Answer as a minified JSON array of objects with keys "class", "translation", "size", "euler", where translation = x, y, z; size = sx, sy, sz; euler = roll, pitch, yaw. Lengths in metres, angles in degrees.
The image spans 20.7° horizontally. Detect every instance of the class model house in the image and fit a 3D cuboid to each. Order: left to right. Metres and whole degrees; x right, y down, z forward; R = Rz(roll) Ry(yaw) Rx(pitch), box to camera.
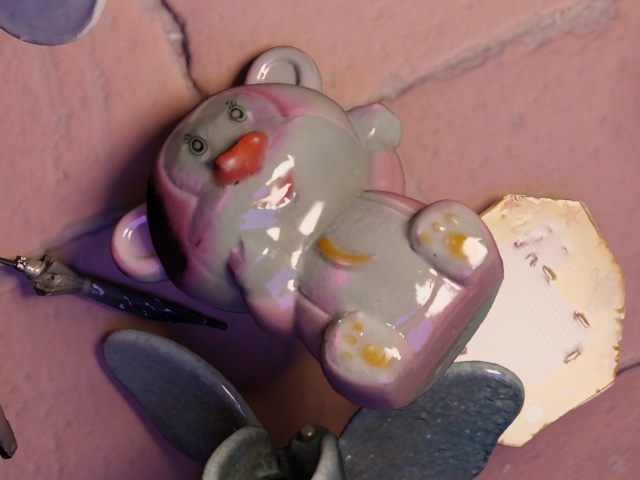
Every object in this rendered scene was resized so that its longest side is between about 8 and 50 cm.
[{"class":"model house","translation":[0.182,0.077,1.676],"size":[0.219,0.136,0.207],"euler":[-36,84,-11]}]

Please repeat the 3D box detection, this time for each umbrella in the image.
[{"class":"umbrella","translation":[-0.197,0.045,1.575],"size":[0.269,0.044,0.044],"euler":[16,141,-26]}]

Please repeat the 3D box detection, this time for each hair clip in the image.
[{"class":"hair clip","translation":[-0.025,0.278,1.572],"size":[0.392,0.238,0.318],"euler":[5,134,14]}]

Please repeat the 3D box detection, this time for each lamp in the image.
[{"class":"lamp","translation":[0.000,0.000,1.480],"size":[0.247,0.301,0.247],"euler":[-53,161,-4]}]

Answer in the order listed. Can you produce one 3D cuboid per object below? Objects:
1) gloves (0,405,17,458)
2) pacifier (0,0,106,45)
[{"class":"gloves","translation":[-0.363,0.103,1.508],"size":[0.119,0.142,0.285],"euler":[-19,129,28]},{"class":"pacifier","translation":[-0.164,-0.287,1.331],"size":[0.226,0.238,0.287],"euler":[-4,145,-52]}]
